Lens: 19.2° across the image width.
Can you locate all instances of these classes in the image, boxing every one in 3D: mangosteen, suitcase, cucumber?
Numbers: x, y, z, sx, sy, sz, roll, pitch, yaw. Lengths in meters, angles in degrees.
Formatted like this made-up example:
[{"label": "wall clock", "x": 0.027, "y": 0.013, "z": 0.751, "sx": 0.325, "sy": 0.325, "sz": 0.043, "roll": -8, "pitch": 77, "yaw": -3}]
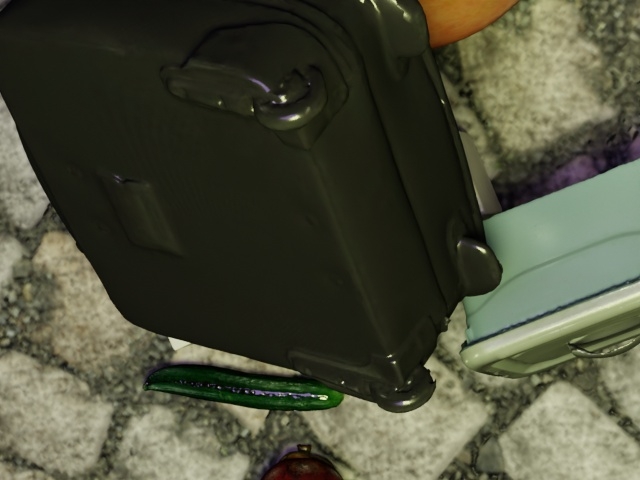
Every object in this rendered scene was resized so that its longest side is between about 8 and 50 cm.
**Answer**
[{"label": "mangosteen", "x": -0.017, "y": 0.222, "z": 1.625, "sx": 0.081, "sy": 0.081, "sz": 0.081, "roll": 1, "pitch": 93, "yaw": 17}, {"label": "suitcase", "x": -0.061, "y": -0.059, "z": 1.387, "sx": 0.339, "sy": 0.345, "sz": 0.188, "roll": 11, "pitch": 52, "yaw": 32}, {"label": "cucumber", "x": -0.070, "y": 0.129, "z": 1.654, "sx": 0.184, "sy": 0.036, "sz": 0.033, "roll": 7, "pitch": 85, "yaw": 15}]

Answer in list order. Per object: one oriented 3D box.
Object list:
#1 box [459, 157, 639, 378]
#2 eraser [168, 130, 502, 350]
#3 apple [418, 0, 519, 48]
[{"label": "box", "x": 0.217, "y": 0.030, "z": 1.503, "sx": 0.227, "sy": 0.162, "sz": 0.130, "roll": -23, "pitch": 75, "yaw": 17}, {"label": "eraser", "x": 0.000, "y": 0.001, "z": 1.605, "sx": 0.298, "sy": 0.076, "sz": 0.078, "roll": -24, "pitch": 85, "yaw": 17}, {"label": "apple", "x": 0.029, "y": -0.324, "z": 1.451, "sx": 0.364, "sy": 0.364, "sz": 0.364, "roll": 1, "pitch": 93, "yaw": 17}]
